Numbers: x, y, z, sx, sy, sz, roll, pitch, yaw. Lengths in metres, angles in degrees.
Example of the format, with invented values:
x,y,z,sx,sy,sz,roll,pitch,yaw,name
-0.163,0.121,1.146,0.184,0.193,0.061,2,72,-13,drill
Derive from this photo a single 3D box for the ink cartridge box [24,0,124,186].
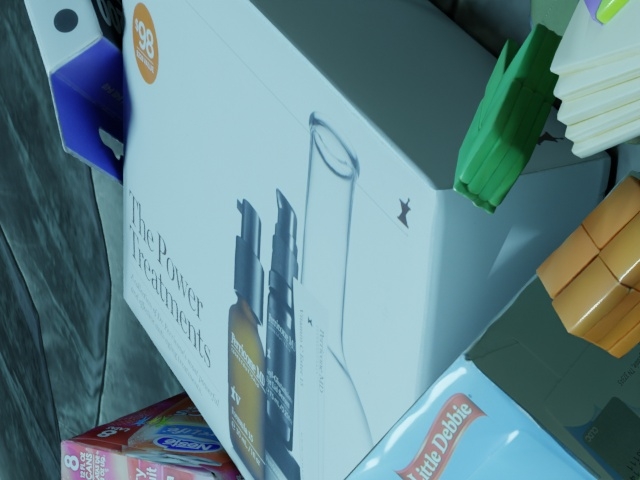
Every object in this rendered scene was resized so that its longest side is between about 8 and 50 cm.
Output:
x,y,z,sx,sy,sz,roll,pitch,yaw,name
-0.134,-0.134,1.205,0.206,0.045,0.208,36,-145,-74,ink cartridge box

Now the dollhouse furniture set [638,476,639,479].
x,y,z,sx,sy,sz,roll,pitch,yaw,name
0.182,0.111,0.548,0.151,0.197,0.301,42,148,22,dollhouse furniture set

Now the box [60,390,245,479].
x,y,z,sx,sy,sz,roll,pitch,yaw,name
-0.069,0.232,1.171,0.122,0.128,0.257,8,105,33,box

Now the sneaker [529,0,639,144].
x,y,z,sx,sy,sz,roll,pitch,yaw,name
0.129,-0.073,0.714,0.192,0.064,0.086,-130,34,-58,sneaker

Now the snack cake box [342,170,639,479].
x,y,z,sx,sy,sz,roll,pitch,yaw,name
0.052,0.110,0.756,0.089,0.152,0.264,42,131,5,snack cake box

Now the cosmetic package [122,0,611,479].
x,y,z,sx,sy,sz,roll,pitch,yaw,name
0.000,0.000,1.018,0.377,0.097,0.284,-131,39,-50,cosmetic package

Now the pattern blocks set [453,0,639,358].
x,y,z,sx,sy,sz,roll,pitch,yaw,name
0.124,-0.104,0.531,0.325,0.026,0.285,-37,29,62,pattern blocks set
